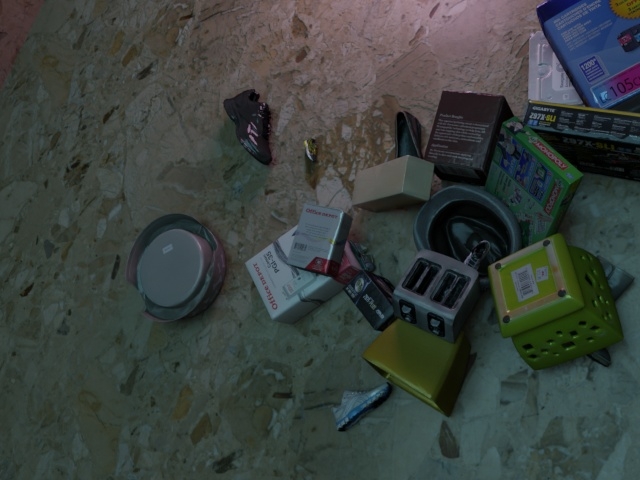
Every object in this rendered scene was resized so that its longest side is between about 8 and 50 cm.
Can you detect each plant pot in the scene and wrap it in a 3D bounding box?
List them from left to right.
[{"bbox_3d":[0.261,0.289,1.684,0.212,0.212,0.187,29,78,30],"label":"plant pot"},{"bbox_3d":[0.513,0.131,1.526,0.227,0.207,0.228,-30,44,31],"label":"plant pot"}]

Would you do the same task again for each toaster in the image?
[{"bbox_3d":[0.284,0.126,1.607,0.168,0.110,0.186,24,66,27],"label":"toaster"}]

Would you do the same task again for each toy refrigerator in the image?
[{"bbox_3d":[0.192,-0.146,1.808,0.269,0.094,0.102,-10,68,64],"label":"toy refrigerator"}]

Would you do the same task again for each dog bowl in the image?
[{"bbox_3d":[-0.455,0.092,2.148,0.348,0.102,0.349,-7,74,25],"label":"dog bowl"}]

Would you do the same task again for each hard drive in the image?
[{"bbox_3d":[0.706,-0.438,1.714,0.338,0.064,0.237,0,77,28],"label":"hard drive"}]

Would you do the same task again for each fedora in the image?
[{"bbox_3d":[0.384,-0.003,1.728,0.275,0.124,0.244,37,98,18],"label":"fedora"}]

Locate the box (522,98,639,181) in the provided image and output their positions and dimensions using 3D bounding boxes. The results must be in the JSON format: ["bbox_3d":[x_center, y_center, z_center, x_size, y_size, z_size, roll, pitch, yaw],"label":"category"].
[{"bbox_3d":[0.655,-0.225,1.573,0.321,0.257,0.079,15,82,30],"label":"box"}]

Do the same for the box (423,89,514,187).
[{"bbox_3d":[0.394,-0.263,1.767,0.168,0.167,0.203,14,84,30],"label":"box"}]

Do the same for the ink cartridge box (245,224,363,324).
[{"bbox_3d":[-0.047,0.081,1.932,0.283,0.117,0.207,-36,65,14],"label":"ink cartridge box"}]

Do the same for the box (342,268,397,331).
[{"bbox_3d":[0.162,0.166,1.769,0.077,0.180,0.147,-45,61,12],"label":"box"}]

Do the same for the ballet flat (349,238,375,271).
[{"bbox_3d":[0.122,0.040,1.908,0.041,0.041,0.114,-35,64,15],"label":"ballet flat"}]

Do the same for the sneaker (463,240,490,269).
[{"bbox_3d":[0.371,0.041,1.626,0.038,0.069,0.098,32,97,19],"label":"sneaker"}]

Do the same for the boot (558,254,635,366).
[{"bbox_3d":[0.662,0.165,1.583,0.208,0.076,0.189,-46,61,2],"label":"boot"}]

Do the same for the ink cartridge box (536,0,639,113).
[{"bbox_3d":[0.702,-0.494,1.611,0.270,0.151,0.396,-27,65,18],"label":"ink cartridge box"}]

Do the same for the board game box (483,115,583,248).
[{"bbox_3d":[0.491,-0.116,1.607,0.046,0.317,0.213,-31,62,-17],"label":"board game box"}]

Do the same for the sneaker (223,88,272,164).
[{"bbox_3d":[-0.208,-0.370,2.142,0.130,0.109,0.286,-31,67,10],"label":"sneaker"}]

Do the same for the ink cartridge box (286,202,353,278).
[{"bbox_3d":[0.000,0.000,1.821,0.127,0.072,0.175,13,82,28],"label":"ink cartridge box"}]

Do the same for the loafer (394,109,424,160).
[{"bbox_3d":[0.242,-0.236,1.885,0.096,0.084,0.268,-13,71,23],"label":"loafer"}]

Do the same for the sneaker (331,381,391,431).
[{"bbox_3d":[0.102,0.425,1.800,0.190,0.071,0.083,-39,58,13],"label":"sneaker"}]

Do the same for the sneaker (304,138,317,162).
[{"bbox_3d":[-0.025,-0.278,2.062,0.035,0.031,0.083,-27,66,18],"label":"sneaker"}]
